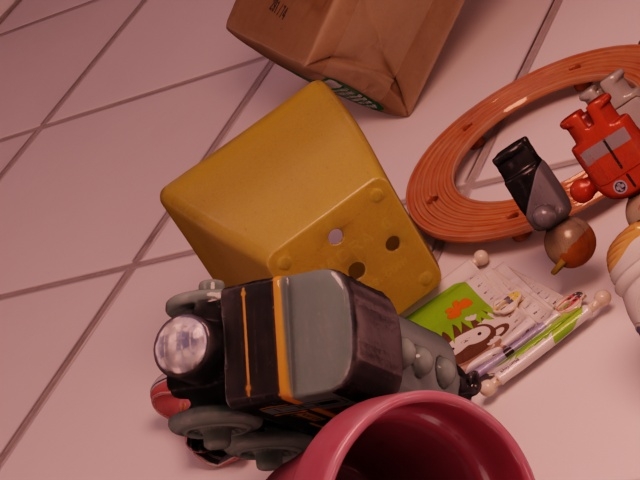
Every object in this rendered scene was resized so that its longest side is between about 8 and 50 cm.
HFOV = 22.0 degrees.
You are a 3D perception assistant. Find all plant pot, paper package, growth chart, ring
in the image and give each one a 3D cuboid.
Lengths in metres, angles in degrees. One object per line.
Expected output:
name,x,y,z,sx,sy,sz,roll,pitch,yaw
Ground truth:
plant pot,0.041,0.224,1.262,0.201,0.201,0.180,-48,14,-28
paper package,0.047,-0.347,2.127,0.309,0.168,0.325,-65,28,5
growth chart,0.149,0.080,1.564,0.172,0.021,0.237,-39,25,-13
ring,0.246,-0.101,1.760,0.336,0.032,0.336,-25,26,13
plant pot,0.000,0.000,1.662,0.212,0.212,0.187,-36,30,-8

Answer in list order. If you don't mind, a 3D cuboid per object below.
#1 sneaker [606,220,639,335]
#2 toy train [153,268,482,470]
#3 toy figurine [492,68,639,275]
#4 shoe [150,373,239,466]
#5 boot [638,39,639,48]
sneaker,0.386,0.022,1.334,0.296,0.131,0.112,-17,-19,-3
toy train,0.004,0.114,1.368,0.190,0.334,0.142,-11,69,25
toy figurine,0.287,-0.073,1.493,0.213,0.148,0.209,-36,3,-29
shoe,-0.121,0.176,1.643,0.178,0.063,0.081,-1,35,40
boot,0.417,-0.231,1.797,0.087,0.042,0.118,-38,27,-26
